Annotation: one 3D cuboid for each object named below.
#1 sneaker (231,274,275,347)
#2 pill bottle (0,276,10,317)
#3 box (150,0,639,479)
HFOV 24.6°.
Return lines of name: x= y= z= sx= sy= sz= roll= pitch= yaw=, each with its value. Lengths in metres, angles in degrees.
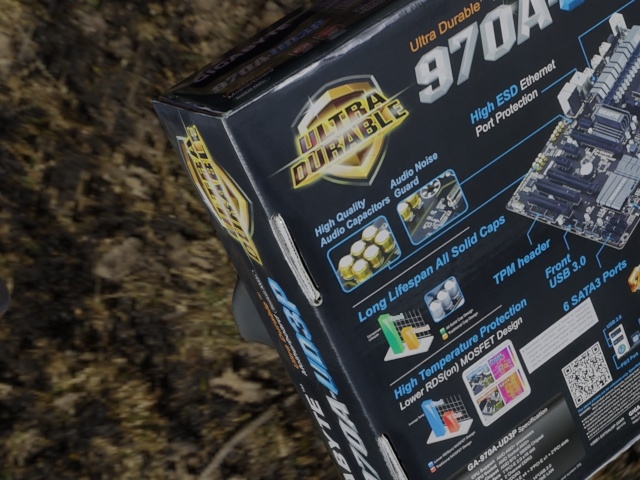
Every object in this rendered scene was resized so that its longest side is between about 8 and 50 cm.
sneaker: x=0.000 y=0.000 z=1.001 sx=0.118 sy=0.083 sz=0.222 roll=14 pitch=122 yaw=13
pill bottle: x=-0.326 y=0.080 z=1.178 sx=0.086 sy=0.086 sz=0.152 roll=44 pitch=102 yaw=14
box: x=0.080 y=-0.023 z=0.471 sx=0.220 sy=0.051 sz=0.175 roll=-35 pitch=117 yaw=-18
